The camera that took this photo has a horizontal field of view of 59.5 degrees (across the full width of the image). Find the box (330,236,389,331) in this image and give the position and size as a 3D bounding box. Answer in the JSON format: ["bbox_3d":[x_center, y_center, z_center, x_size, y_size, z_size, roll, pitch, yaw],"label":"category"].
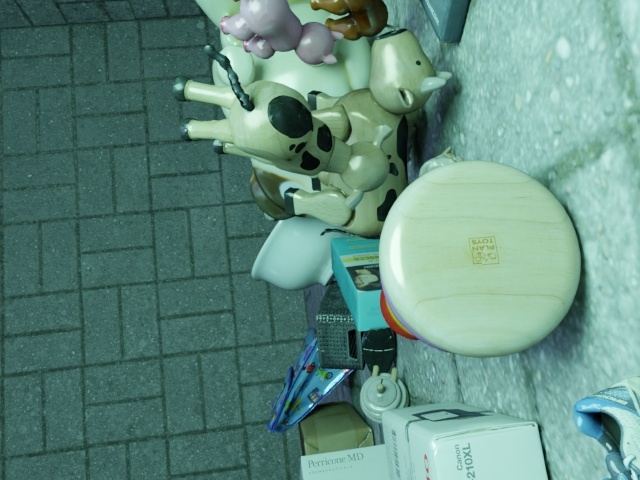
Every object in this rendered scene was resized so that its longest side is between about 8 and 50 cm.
[{"bbox_3d":[0.082,0.056,0.881,0.244,0.100,0.060,-115,20,-70],"label":"box"}]

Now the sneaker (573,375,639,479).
[{"bbox_3d":[0.177,0.128,0.284,0.135,0.058,0.052,-110,15,-63],"label":"sneaker"}]

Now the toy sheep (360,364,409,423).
[{"bbox_3d":[0.107,0.263,0.941,0.132,0.091,0.091,62,-166,-52],"label":"toy sheep"}]

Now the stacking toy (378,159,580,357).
[{"bbox_3d":[0.108,0.045,0.536,0.330,0.141,0.141,94,168,-77],"label":"stacking toy"}]

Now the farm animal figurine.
[{"bbox_3d":[0.037,-0.122,0.574,0.330,0.172,0.327,-58,-30,-35],"label":"farm animal figurine"}]

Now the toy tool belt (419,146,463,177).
[{"bbox_3d":[0.132,-0.055,0.606,0.051,0.052,0.083,-46,-38,-56],"label":"toy tool belt"}]

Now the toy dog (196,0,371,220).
[{"bbox_3d":[-0.041,-0.234,0.950,0.395,0.284,0.408,78,-178,-66],"label":"toy dog"}]

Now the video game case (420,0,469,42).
[{"bbox_3d":[0.118,-0.357,0.510,0.274,0.026,0.196,91,171,-53],"label":"video game case"}]

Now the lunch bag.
[{"bbox_3d":[-0.049,0.411,1.567,0.293,0.138,0.221,-54,4,-5],"label":"lunch bag"}]

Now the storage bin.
[{"bbox_3d":[0.051,0.162,1.097,0.180,0.084,0.122,-54,-38,-68],"label":"storage bin"}]

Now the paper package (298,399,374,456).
[{"bbox_3d":[0.046,0.608,1.457,0.325,0.168,0.310,138,124,-81],"label":"paper package"}]

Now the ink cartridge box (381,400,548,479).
[{"bbox_3d":[0.139,0.263,0.564,0.237,0.100,0.172,109,154,-78],"label":"ink cartridge box"}]

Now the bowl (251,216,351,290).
[{"bbox_3d":[0.000,0.000,1.161,0.298,0.134,0.298,-53,-8,-11],"label":"bowl"}]

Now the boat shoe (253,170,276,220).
[{"bbox_3d":[-0.049,-0.189,1.232,0.500,0.155,0.187,-76,-22,-66],"label":"boat shoe"}]

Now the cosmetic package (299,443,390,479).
[{"bbox_3d":[0.078,0.583,1.018,0.155,0.196,0.366,92,168,-53],"label":"cosmetic package"}]

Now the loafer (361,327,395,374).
[{"bbox_3d":[0.107,0.157,1.008,0.061,0.062,0.170,-41,-49,-70],"label":"loafer"}]
